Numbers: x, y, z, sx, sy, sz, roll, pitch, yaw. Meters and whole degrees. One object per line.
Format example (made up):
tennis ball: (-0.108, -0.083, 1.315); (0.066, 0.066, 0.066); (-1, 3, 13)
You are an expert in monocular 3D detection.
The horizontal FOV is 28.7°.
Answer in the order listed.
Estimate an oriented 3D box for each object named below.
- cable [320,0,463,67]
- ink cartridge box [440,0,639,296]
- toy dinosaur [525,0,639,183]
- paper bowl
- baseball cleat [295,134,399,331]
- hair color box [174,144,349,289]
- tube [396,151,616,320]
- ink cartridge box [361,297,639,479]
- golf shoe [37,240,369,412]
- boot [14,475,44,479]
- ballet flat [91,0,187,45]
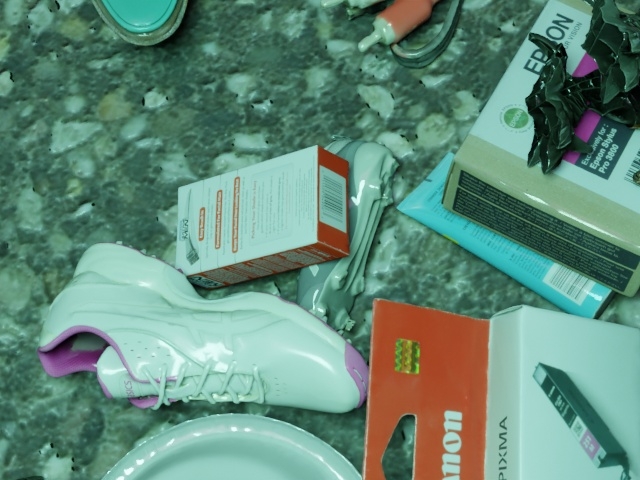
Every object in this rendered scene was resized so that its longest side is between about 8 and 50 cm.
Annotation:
cable: (0.134, -0.277, 1.225); (0.287, 0.072, 0.139); (-33, 78, -4)
ink cartridge box: (0.247, -0.095, 1.124); (0.193, 0.088, 0.234); (27, 64, 12)
toy dinosaur: (0.293, -0.125, 1.035); (0.219, 0.164, 0.322); (-1, 43, -19)
paper bowl: (-0.075, 0.286, 1.041); (0.284, 0.148, 0.284); (-2, 72, 7)
baseball cleat: (0.000, 0.000, 1.168); (0.109, 0.072, 0.205); (16, 73, 27)
hair color box: (-0.054, -0.018, 1.137); (0.167, 0.053, 0.093); (-13, 67, 34)
tube: (0.176, -0.001, 1.150); (0.207, 0.052, 0.080); (36, 64, 18)
ink cartridge box: (0.153, 0.189, 1.031); (0.239, 0.060, 0.275); (12, 72, -24)
golf shoe: (-0.107, 0.105, 1.089); (0.306, 0.115, 0.140); (16, 47, 23)
boot: (-0.250, 0.321, 1.075); (0.076, 0.189, 0.208); (-15, 99, -7)
ballet flat: (-0.199, -0.318, 1.257); (0.108, 0.106, 0.316); (-15, 73, -5)
